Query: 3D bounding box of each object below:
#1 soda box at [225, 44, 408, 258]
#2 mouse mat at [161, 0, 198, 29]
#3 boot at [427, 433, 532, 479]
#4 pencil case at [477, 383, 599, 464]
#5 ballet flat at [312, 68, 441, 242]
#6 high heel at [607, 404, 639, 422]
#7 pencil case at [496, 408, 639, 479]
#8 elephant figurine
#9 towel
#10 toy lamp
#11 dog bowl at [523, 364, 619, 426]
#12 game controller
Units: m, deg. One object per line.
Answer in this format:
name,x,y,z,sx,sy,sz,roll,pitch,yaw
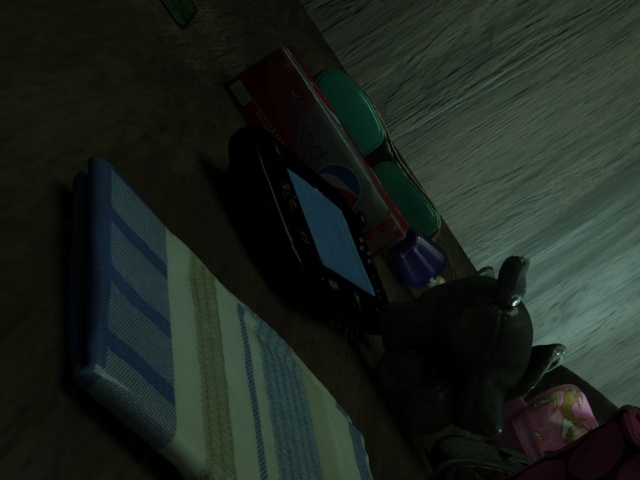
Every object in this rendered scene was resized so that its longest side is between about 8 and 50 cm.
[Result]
soda box,-0.001,-0.097,1.465,0.263,0.083,0.092,57,10,-4
mouse mat,-0.194,-0.319,1.454,0.153,0.007,0.190,55,8,-15
boot,0.152,0.233,1.181,0.246,0.083,0.161,23,5,-39
pencil case,0.321,0.353,1.417,0.386,0.160,0.167,61,-22,27
ballet flat,0.070,-0.113,1.914,0.316,0.107,0.106,61,-11,10
high heel,0.341,0.244,1.193,0.186,0.093,0.261,31,-16,8
pencil case,0.182,0.211,0.981,0.095,0.209,0.098,46,24,-28
elephant figurine,0.159,0.109,1.276,0.239,0.186,0.170,4,81,-65
towel,-0.047,0.099,0.712,0.285,0.034,0.209,49,14,-32
toy lamp,0.187,0.088,1.868,0.275,0.080,0.080,54,9,-34
dog bowl,0.460,0.357,2.036,0.349,0.102,0.349,46,-7,7
game controller,0.000,0.000,1.192,0.166,0.067,0.319,60,10,20
